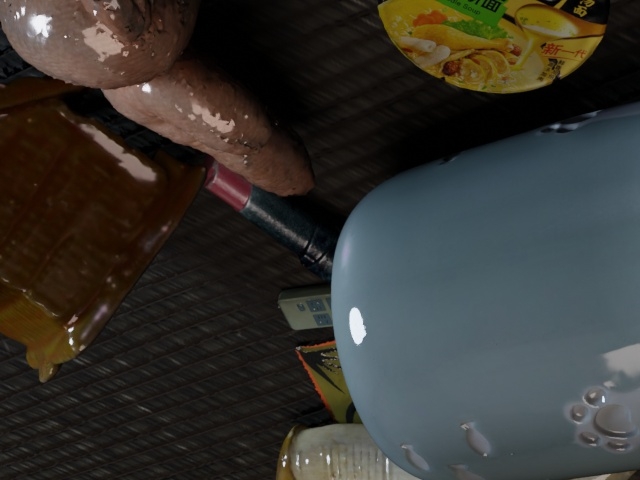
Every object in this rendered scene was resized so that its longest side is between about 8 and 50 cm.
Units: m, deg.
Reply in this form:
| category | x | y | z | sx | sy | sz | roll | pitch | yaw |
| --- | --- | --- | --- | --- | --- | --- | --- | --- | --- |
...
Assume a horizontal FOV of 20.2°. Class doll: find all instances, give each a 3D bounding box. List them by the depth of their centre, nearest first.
| category | x | y | z | sx | sy | sz | roll | pitch | yaw |
| --- | --- | --- | --- | --- | --- | --- | --- | --- | --- |
| doll | -0.097 | -0.147 | 1.295 | 0.201 | 0.156 | 0.303 | 28 | 176 | 45 |

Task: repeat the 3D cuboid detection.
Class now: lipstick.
| category | x | y | z | sx | sy | sz | roll | pitch | yaw |
| --- | --- | --- | --- | --- | --- | --- | --- | --- | --- |
| lipstick | 0.000 | 0.000 | 1.457 | 0.234 | 0.053 | 0.053 | 37 | 131 | -21 |

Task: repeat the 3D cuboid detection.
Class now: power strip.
| category | x | y | z | sx | sy | sz | roll | pitch | yaw |
| --- | --- | --- | --- | --- | --- | --- | --- | --- | --- |
| power strip | 0.008 | 0.055 | 1.535 | 0.090 | 0.016 | 0.040 | -8 | 132 | 20 |

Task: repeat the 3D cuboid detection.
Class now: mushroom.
| category | x | y | z | sx | sy | sz | roll | pitch | yaw |
| --- | --- | --- | --- | --- | --- | --- | --- | --- | --- |
| mushroom | 0.118 | 0.202 | 1.582 | 0.351 | 0.095 | 0.123 | -11 | 119 | 24 |

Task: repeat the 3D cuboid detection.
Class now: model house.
| category | x | y | z | sx | sy | sz | roll | pitch | yaw |
| --- | --- | --- | --- | --- | --- | --- | --- | --- | --- |
| model house | -0.241 | -0.027 | 1.413 | 0.229 | 0.219 | 0.199 | 39 | 166 | -16 |

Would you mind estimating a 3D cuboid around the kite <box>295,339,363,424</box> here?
| category | x | y | z | sx | sy | sz | roll | pitch | yaw |
| --- | --- | --- | --- | --- | --- | --- | --- | --- | --- |
| kite | 0.129 | 0.153 | 1.606 | 0.327 | 0.013 | 0.377 | 21 | 136 | -6 |

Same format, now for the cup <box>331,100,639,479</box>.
| category | x | y | z | sx | sy | sz | roll | pitch | yaw |
| --- | --- | --- | --- | --- | --- | --- | --- | --- | --- |
| cup | 0.191 | 0.060 | 1.361 | 0.274 | 0.259 | 0.356 | -12 | 159 | 25 |

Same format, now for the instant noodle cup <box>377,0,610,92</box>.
| category | x | y | z | sx | sy | sz | roll | pitch | yaw |
| --- | --- | --- | --- | --- | --- | --- | --- | --- | --- |
| instant noodle cup | 0.121 | -0.190 | 1.191 | 0.151 | 0.122 | 0.151 | 9 | 135 | 9 |
